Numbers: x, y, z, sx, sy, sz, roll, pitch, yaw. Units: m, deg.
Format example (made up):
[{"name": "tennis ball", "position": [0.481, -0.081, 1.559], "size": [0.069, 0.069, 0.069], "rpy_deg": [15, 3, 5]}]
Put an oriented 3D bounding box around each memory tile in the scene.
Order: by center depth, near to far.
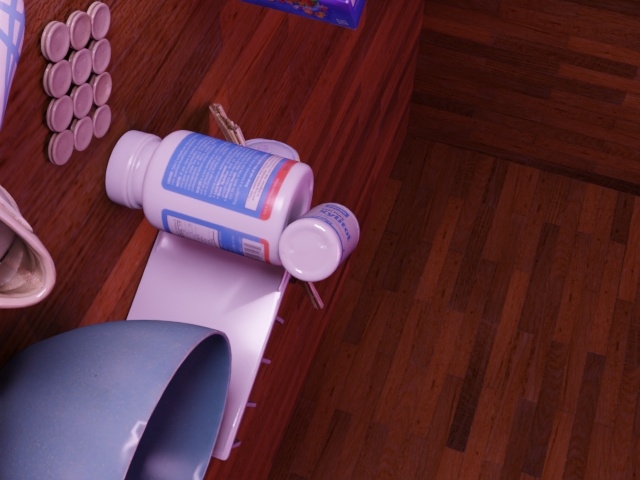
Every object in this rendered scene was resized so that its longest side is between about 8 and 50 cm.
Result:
[{"name": "memory tile", "position": [-0.240, -0.156, 0.819], "size": [0.113, 0.012, 0.147], "rpy_deg": [-58, 161, -54]}]

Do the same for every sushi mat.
[{"name": "sushi mat", "position": [-0.077, -0.049, 1.201], "size": [0.316, 0.019, 0.151], "rpy_deg": [65, -6, -30]}]

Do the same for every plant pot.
[{"name": "plant pot", "position": [-0.241, 0.204, 0.874], "size": [0.290, 0.196, 0.290], "rpy_deg": [17, 90, -79]}]

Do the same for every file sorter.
[{"name": "file sorter", "position": [-0.165, 0.147, 1.193], "size": [0.173, 0.193, 0.277], "rpy_deg": [70, 38, -78]}]

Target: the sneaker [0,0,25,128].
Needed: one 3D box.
[{"name": "sneaker", "position": [-0.260, -0.106, 0.572], "size": [0.086, 0.085, 0.237], "rpy_deg": [-132, -124, -66]}]

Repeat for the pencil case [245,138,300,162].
[{"name": "pencil case", "position": [-0.097, -0.042, 1.418], "size": [0.113, 0.124, 0.273], "rpy_deg": [-62, 166, -45]}]

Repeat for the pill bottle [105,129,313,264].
[{"name": "pill bottle", "position": [-0.130, -0.059, 0.962], "size": [0.124, 0.222, 0.124], "rpy_deg": [18, 90, -79]}]

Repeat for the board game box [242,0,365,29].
[{"name": "board game box", "position": [-0.023, -0.431, 0.901], "size": [0.078, 0.234, 0.346], "rpy_deg": [37, 70, -78]}]

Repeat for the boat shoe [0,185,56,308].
[{"name": "boat shoe", "position": [-0.265, -0.038, 0.453], "size": [0.109, 0.098, 0.302], "rpy_deg": [-55, 147, -7]}]

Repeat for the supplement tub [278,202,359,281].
[{"name": "supplement tub", "position": [0.000, 0.000, 0.919], "size": [0.107, 0.071, 0.070], "rpy_deg": [-44, 149, -70]}]
